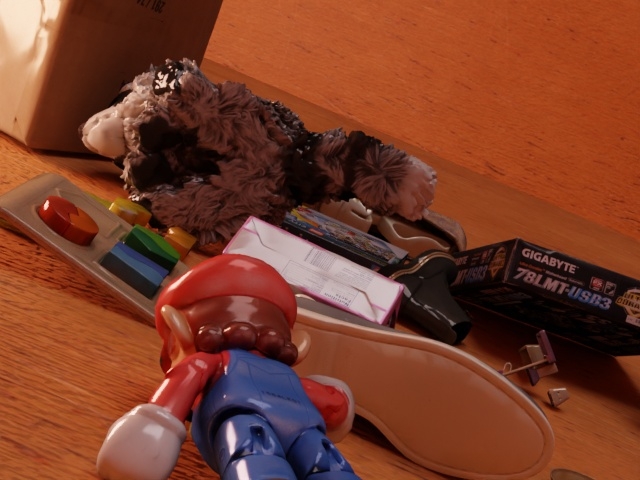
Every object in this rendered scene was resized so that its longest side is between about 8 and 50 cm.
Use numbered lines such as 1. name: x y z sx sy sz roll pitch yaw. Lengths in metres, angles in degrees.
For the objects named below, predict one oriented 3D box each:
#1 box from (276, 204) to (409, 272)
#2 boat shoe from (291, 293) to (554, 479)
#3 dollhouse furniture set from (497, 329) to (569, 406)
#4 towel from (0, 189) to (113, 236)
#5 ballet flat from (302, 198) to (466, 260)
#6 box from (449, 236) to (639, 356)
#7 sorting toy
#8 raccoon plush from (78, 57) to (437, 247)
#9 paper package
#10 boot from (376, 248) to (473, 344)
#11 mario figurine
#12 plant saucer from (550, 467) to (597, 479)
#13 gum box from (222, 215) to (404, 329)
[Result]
1. box: 0.000 0.000 1.741 0.233 0.044 0.159 24 13 9
2. boat shoe: 0.071 0.127 1.165 0.320 0.116 0.099 20 15 13
3. dollhouse furniture set: 0.245 0.171 1.522 0.081 0.091 0.114 -19 -10 -3
4. towel: -0.298 -0.034 1.428 0.102 0.021 0.237 23 12 1
5. ballet flat: 0.093 -0.033 1.927 0.316 0.107 0.106 19 26 -13
6. box: 0.345 0.083 1.710 0.293 0.073 0.295 21 -9 -8
7. sorting toy: -0.220 -0.011 1.342 0.229 0.041 0.307 32 12 -4
8. raccoon plush: -0.098 -0.097 1.650 0.447 0.216 0.299 22 7 -12
9. paper package: -0.326 -0.288 1.786 0.168 0.309 0.325 29 15 29
10. boot: 0.162 0.083 1.635 0.137 0.076 0.198 33 29 25
11. mario figurine: -0.059 0.148 0.933 0.198 0.170 0.320 57 3 -34
12. plant saucer: 0.258 0.248 1.198 0.083 0.015 0.083 21 12 -5
13. gum box: -0.008 0.065 1.271 0.188 0.107 0.062 25 50 13
